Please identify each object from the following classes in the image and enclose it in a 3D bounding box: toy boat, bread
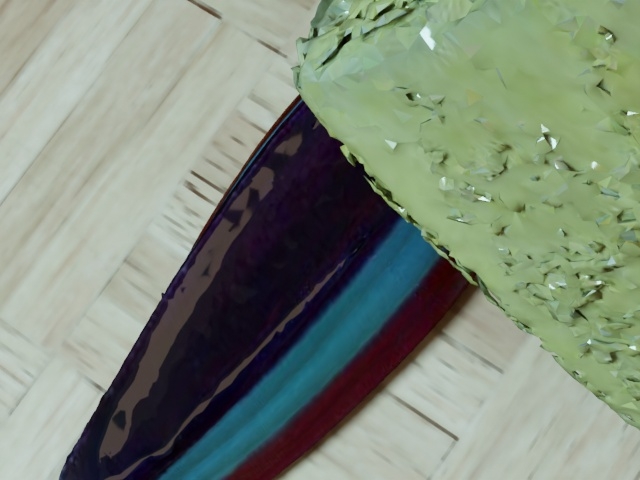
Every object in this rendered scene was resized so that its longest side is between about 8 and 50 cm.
[{"bbox_3d":[0.000,0.000,0.752,0.136,0.079,0.392,34,79,23],"label":"toy boat"},{"bbox_3d":[0.183,-0.072,0.632,0.248,0.315,0.279,-23,39,46],"label":"bread"}]
